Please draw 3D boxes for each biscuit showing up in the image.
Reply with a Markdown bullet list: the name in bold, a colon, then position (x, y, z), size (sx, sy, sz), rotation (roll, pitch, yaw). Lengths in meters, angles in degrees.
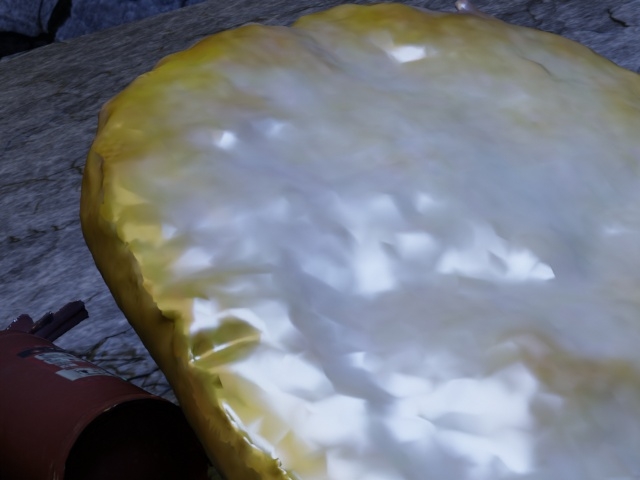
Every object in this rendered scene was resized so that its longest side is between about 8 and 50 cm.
- **biscuit**: position (0.086, 0.019, 0.997), size (0.429, 0.104, 0.446), rotation (-17, 47, -34)

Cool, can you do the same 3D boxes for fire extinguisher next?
- **fire extinguisher**: position (-0.179, 0.111, 1.316), size (0.147, 0.106, 0.337), rotation (-37, 25, -19)

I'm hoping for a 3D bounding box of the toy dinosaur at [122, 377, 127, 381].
- **toy dinosaur**: position (-0.180, 0.125, 1.430), size (0.083, 0.021, 0.062), rotation (-30, 35, -35)
